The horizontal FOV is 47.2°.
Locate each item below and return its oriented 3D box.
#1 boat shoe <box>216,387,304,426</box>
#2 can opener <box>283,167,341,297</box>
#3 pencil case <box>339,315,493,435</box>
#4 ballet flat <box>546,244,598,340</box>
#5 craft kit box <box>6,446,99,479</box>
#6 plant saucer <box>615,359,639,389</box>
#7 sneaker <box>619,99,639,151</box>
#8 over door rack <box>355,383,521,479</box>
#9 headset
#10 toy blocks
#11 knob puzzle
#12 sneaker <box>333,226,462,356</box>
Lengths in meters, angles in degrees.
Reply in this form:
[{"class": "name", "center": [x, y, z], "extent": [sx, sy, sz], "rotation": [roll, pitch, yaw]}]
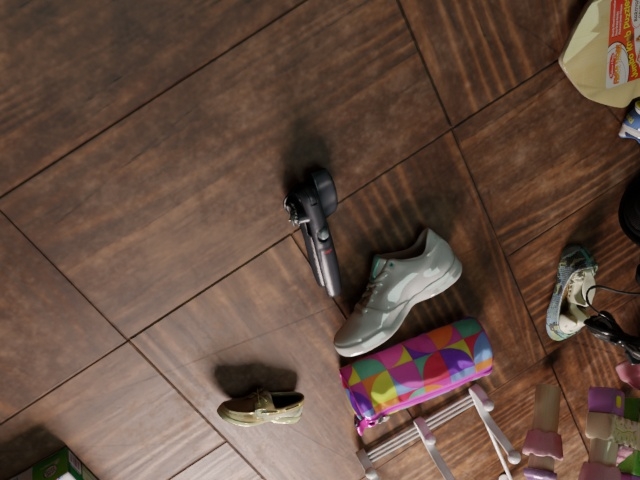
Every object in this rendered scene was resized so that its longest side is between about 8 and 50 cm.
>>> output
[{"class": "boat shoe", "center": [-0.083, 0.234, 1.047], "extent": [0.135, 0.050, 0.045], "rotation": [7, 113, -37]}, {"class": "can opener", "center": [0.000, 0.000, 0.931], "extent": [0.073, 0.059, 0.186], "rotation": [-20, 124, -12]}, {"class": "pencil case", "center": [0.143, 0.198, 1.087], "extent": [0.236, 0.104, 0.104], "rotation": [-23, 125, -9]}, {"class": "ballet flat", "center": [0.399, 0.098, 1.155], "extent": [0.070, 0.070, 0.188], "rotation": [-16, 124, -14]}, {"class": "craft kit box", "center": [-0.400, 0.435, 1.030], "extent": [0.247, 0.061, 0.249], "rotation": [-28, 126, -2]}, {"class": "plant saucer", "center": [0.660, 0.185, 1.196], "extent": [0.332, 0.084, 0.332], "rotation": [-16, 161, -6]}, {"class": "sneaker", "center": [0.489, -0.137, 1.033], "extent": [0.144, 0.053, 0.059], "rotation": [36, 123, 3]}, {"class": "over door rack", "center": [0.222, 0.418, 1.247], "extent": [0.240, 0.108, 0.324], "rotation": [-28, 126, -4]}, {"class": "headset", "center": [0.553, 0.016, 1.096], "extent": [0.394, 0.185, 0.243], "rotation": [-40, 126, -10]}, {"class": "toy blocks", "center": [0.519, 0.388, 1.175], "extent": [0.289, 0.309, 0.260], "rotation": [24, 69, -35]}, {"class": "knob puzzle", "center": [0.391, -0.265, 0.955], "extent": [0.213, 0.030, 0.213], "rotation": [-11, 123, -17]}, {"class": "sneaker", "center": [0.089, 0.066, 1.009], "extent": [0.212, 0.080, 0.094], "rotation": [-40, 115, -5]}]
